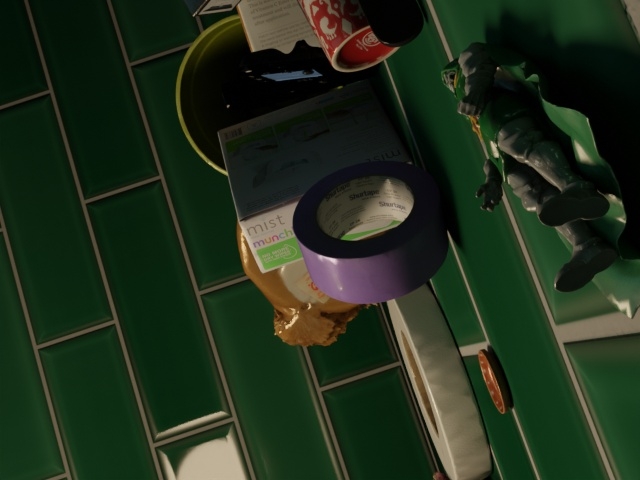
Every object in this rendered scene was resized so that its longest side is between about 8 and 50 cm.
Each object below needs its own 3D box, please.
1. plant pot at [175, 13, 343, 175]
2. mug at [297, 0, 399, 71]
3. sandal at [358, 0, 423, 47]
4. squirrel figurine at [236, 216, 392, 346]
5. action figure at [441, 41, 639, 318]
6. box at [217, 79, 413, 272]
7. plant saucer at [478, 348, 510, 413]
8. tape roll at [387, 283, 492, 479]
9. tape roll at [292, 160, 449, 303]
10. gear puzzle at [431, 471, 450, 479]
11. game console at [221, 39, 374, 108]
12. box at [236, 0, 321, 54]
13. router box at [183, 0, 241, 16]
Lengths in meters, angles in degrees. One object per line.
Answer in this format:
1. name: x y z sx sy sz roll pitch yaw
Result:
1. plant pot: -0.111 -0.352 1.825 0.353 0.367 0.366 -68 -38 -72
2. mug: 0.036 -0.283 0.854 0.113 0.150 0.169 -42 65 49
3. sandal: 0.045 -0.268 0.754 0.179 0.067 0.040 63 -168 22
4. squirrel figurine: 0.000 0.000 1.578 0.370 0.281 0.396 -85 -4 -54
5. action figure: 0.122 -0.066 0.490 0.232 0.064 0.137 -103 -7 -55
6. box: -0.005 -0.106 1.195 0.126 0.262 0.231 71 179 -45
7. plant saucer: 0.220 0.176 0.977 0.083 0.013 0.083 162 90 -89
8. tape roll: 0.214 0.257 1.436 0.392 0.072 0.391 161 90 -89
9. tape roll: 0.064 -0.014 0.984 0.189 0.189 0.080 -109 0 -50
10. gear puzzle: 0.307 0.583 1.412 0.339 0.044 0.175 57 -167 7
11. game console: -0.040 -0.217 1.022 0.361 0.213 0.043 -51 -53 -80
12. box: -0.069 -0.443 1.113 0.215 0.168 0.345 -111 2 -73
13. router box: -0.143 -0.465 0.911 0.081 0.243 0.308 -30 -93 -50
